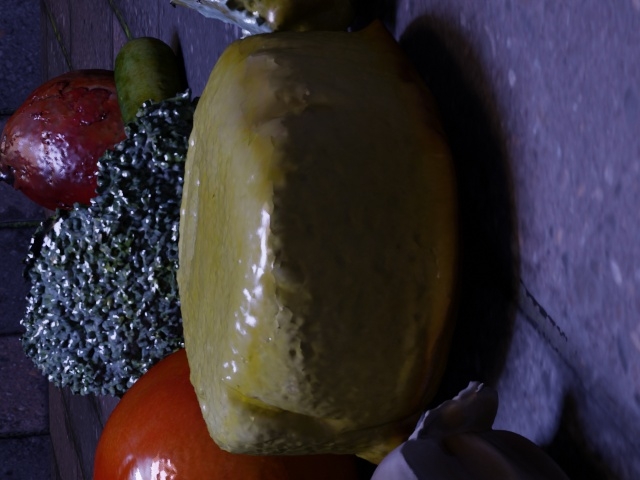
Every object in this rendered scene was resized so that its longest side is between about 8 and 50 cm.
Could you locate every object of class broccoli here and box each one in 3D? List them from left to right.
[{"bbox_3d":[-0.143,0.017,1.479,0.361,0.221,0.252,119,153,-83],"label":"broccoli"}]

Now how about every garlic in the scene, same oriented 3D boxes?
[{"bbox_3d":[0.084,0.177,0.795,0.194,0.127,0.131,56,149,25],"label":"garlic"}]

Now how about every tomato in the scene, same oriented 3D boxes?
[{"bbox_3d":[-0.073,0.188,1.238,0.260,0.180,0.259,174,90,-67],"label":"tomato"}]

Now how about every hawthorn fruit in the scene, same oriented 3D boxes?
[{"bbox_3d":[-0.282,-0.103,1.877,0.181,0.235,0.181,166,90,-73],"label":"hawthorn fruit"}]

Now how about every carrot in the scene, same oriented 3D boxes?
[{"bbox_3d":[-0.160,-0.058,1.738,0.074,0.074,0.358,111,150,-58],"label":"carrot"}]

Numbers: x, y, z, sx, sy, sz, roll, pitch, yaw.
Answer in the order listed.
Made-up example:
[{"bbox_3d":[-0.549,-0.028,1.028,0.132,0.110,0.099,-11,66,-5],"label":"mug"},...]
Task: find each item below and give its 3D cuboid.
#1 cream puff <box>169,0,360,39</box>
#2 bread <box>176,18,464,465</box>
[{"bbox_3d":[-0.029,-0.186,1.095,0.121,0.156,0.156,-5,89,45],"label":"cream puff"},{"bbox_3d":[0.000,0.000,0.991,0.270,0.148,0.269,-179,90,-75],"label":"bread"}]
